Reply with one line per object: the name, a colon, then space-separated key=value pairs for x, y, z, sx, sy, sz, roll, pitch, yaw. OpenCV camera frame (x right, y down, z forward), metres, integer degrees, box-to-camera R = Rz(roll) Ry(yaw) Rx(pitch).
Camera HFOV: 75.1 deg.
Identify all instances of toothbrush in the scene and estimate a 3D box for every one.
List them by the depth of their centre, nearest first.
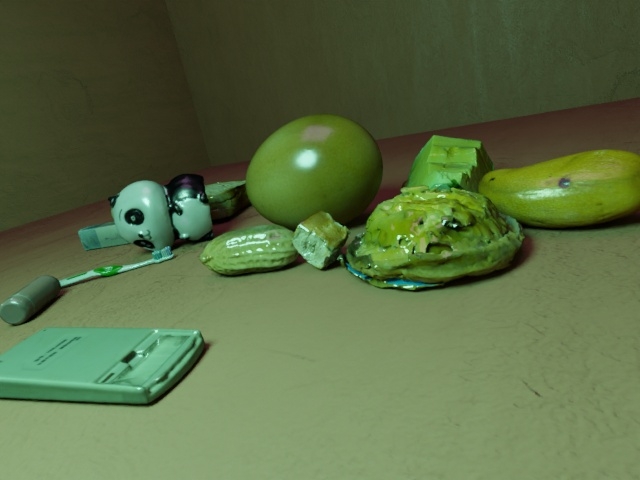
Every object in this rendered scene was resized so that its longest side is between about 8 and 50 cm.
toothbrush: x=-0.488 y=0.072 z=0.948 sx=0.303 sy=0.030 sz=0.030 roll=-18 pitch=18 yaw=-9

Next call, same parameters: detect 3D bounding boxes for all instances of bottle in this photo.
bottle: x=-0.564 y=0.113 z=0.814 sx=0.053 sy=0.053 sz=0.140 roll=-13 pitch=16 yaw=-4

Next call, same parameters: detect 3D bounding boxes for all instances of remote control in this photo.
remote control: x=-0.290 y=0.156 z=0.527 sx=0.285 sy=0.038 sz=0.123 roll=-4 pitch=20 yaw=18

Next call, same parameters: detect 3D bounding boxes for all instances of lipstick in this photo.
lipstick: x=-0.566 y=-0.031 z=1.254 sx=0.317 sy=0.066 sz=0.068 roll=-8 pitch=16 yaw=12

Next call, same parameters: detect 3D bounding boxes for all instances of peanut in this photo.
peanut: x=-0.131 y=0.016 z=0.771 sx=0.194 sy=0.083 sz=0.093 roll=-7 pitch=31 yaw=14

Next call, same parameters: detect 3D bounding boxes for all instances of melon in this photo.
melon: x=0.273 y=-0.133 z=0.911 sx=0.196 sy=0.124 sz=0.323 roll=5 pitch=30 yaw=22

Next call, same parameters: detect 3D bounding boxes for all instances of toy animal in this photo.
toy animal: x=-0.393 y=-0.069 z=1.049 sx=0.235 sy=0.187 sz=0.165 roll=-14 pitch=41 yaw=-20

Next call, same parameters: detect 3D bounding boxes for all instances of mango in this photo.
mango: x=0.392 y=-0.078 z=0.686 sx=0.262 sy=0.109 sz=0.157 roll=-2 pitch=29 yaw=45

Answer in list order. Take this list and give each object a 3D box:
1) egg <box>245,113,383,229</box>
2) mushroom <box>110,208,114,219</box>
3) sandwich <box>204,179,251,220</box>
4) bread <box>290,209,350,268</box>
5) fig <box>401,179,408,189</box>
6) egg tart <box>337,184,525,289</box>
egg: x=-0.020 y=-0.145 z=0.931 sx=0.322 sy=0.250 sz=0.250 roll=-10 pitch=16 yaw=25
mushroom: x=-0.596 y=-0.086 z=1.366 sx=0.166 sy=0.127 sz=0.166 roll=11 pitch=22 yaw=-4
sandwich: x=-0.374 y=-0.127 z=1.385 sx=0.271 sy=0.099 sz=0.301 roll=-3 pitch=16 yaw=13
bread: x=-0.001 y=0.002 z=0.719 sx=0.083 sy=0.077 sz=0.070 roll=41 pitch=48 yaw=13
fig: x=0.244 y=-0.124 z=1.042 sx=0.083 sy=0.050 sz=0.050 roll=9 pitch=21 yaw=9
egg tart: x=0.162 y=-0.021 z=0.655 sx=0.290 sy=0.107 sz=0.291 roll=-10 pitch=17 yaw=3
